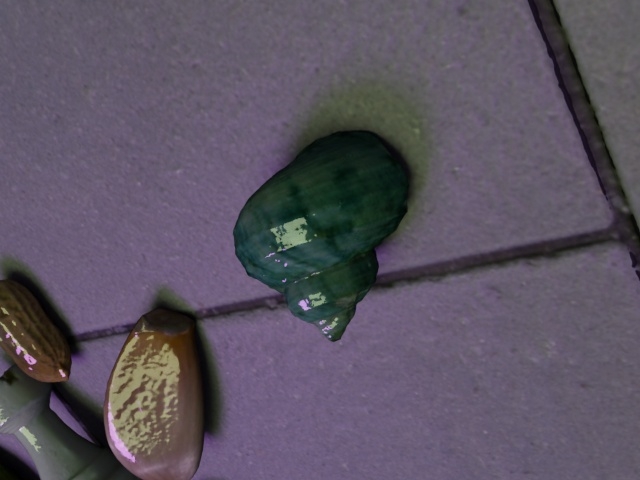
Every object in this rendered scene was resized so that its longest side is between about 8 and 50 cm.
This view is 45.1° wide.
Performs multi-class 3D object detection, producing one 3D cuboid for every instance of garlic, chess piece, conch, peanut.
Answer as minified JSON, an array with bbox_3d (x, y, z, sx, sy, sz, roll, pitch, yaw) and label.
[{"bbox_3d":[-0.243,0.237,1.141,0.143,0.112,0.318,3,122,-4],"label":"garlic"},{"bbox_3d":[-0.445,0.345,1.286,0.195,0.194,0.299,-34,97,39],"label":"chess piece"},{"bbox_3d":[0.000,0.004,0.831,0.196,0.134,0.202,-3,122,29],"label":"conch"},{"bbox_3d":[-0.456,0.147,1.193,0.093,0.083,0.194,-17,115,19],"label":"peanut"}]

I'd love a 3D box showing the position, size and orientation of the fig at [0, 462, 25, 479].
[{"bbox_3d":[-0.667,0.496,1.537,0.203,0.203,0.235,-17,76,34],"label":"fig"}]
